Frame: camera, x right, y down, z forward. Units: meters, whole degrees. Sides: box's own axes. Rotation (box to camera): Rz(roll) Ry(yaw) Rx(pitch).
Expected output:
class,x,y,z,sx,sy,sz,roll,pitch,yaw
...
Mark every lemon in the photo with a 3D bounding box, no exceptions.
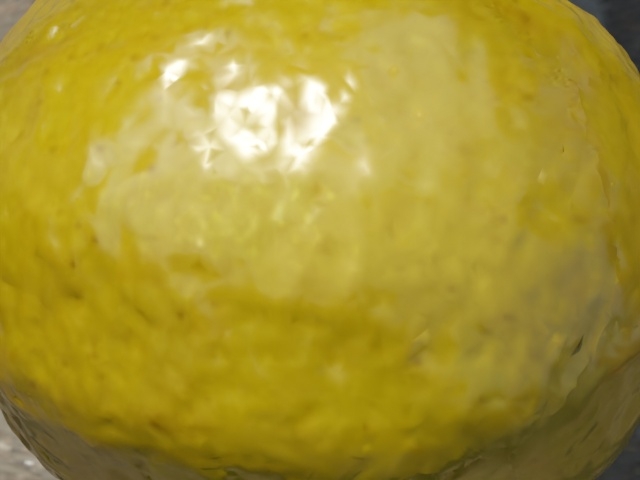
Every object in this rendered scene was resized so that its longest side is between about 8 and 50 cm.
class,x,y,z,sx,sy,sz,roll,pitch,yaw
lemon,0.000,0.000,0.549,0.256,0.188,0.188,7,82,7
